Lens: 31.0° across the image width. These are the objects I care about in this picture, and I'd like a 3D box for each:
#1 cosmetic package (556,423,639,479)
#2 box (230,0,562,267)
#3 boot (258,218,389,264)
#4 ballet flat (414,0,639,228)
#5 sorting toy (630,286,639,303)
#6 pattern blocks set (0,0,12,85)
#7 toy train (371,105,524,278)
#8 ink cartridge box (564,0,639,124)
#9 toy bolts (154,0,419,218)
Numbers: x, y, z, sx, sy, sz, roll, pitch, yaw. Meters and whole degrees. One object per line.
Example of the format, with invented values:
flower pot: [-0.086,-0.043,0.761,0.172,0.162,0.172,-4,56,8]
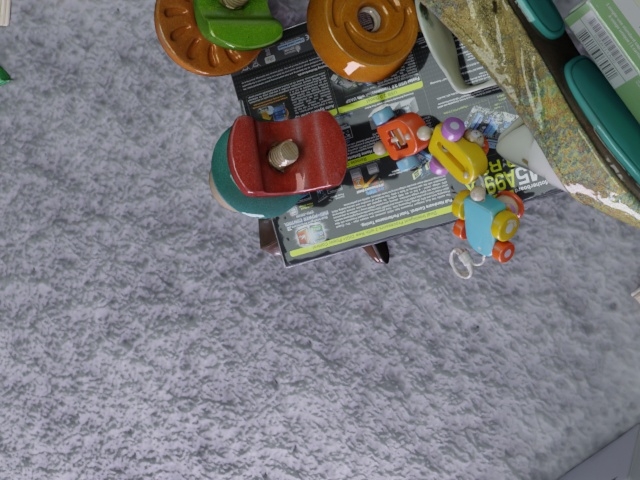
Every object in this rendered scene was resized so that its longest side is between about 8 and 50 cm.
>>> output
cosmetic package: [0.278,0.336,1.075,0.224,0.138,0.225,-41,89,24]
box: [0.067,-0.112,1.062,0.270,0.060,0.216,-16,90,17]
boot: [0.000,0.000,1.147,0.114,0.037,0.106,-31,87,23]
ballet flat: [0.170,-0.132,0.950,0.123,0.123,0.349,-35,86,22]
sorting toy: [0.337,0.057,1.046,0.075,0.045,0.083,-38,88,15]
pattern blocks set: [-0.386,-0.324,1.205,0.285,0.026,0.325,4,104,18]
toy train: [0.115,-0.053,0.988,0.166,0.046,0.125,60,155,-3]
ink cartridge box: [0.333,-0.176,0.915,0.235,0.056,0.171,-36,90,-14]
toy bolts: [-0.037,-0.131,1.018,0.218,0.158,0.229,0,82,-23]
